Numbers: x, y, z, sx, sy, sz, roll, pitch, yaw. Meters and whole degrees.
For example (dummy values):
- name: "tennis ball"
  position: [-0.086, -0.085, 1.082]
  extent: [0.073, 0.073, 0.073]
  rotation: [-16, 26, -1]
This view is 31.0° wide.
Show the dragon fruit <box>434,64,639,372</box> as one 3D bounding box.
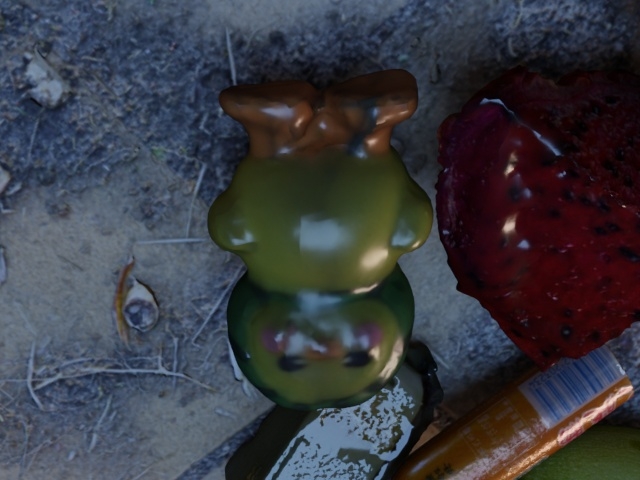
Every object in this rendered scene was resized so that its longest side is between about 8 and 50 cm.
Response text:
- name: "dragon fruit"
  position: [0.252, -0.056, 1.081]
  extent: [0.330, 0.240, 0.302]
  rotation: [40, 76, -37]

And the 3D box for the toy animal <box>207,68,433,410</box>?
- name: "toy animal"
  position: [0.000, 0.000, 1.133]
  extent: [0.216, 0.191, 0.338]
  rotation: [-2, 109, -1]

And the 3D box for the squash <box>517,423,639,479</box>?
- name: "squash"
  position: [0.338, 0.279, 1.322]
  extent: [0.247, 0.132, 0.132]
  rotation: [9, 115, -8]

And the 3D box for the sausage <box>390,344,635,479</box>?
- name: "sausage"
  position: [0.193, 0.223, 1.270]
  extent: [0.312, 0.093, 0.093]
  rotation: [-35, 113, -2]

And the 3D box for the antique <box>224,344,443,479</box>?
- name: "antique"
  position: [0.017, 0.220, 1.284]
  extent: [0.125, 0.150, 0.284]
  rotation: [33, 102, -16]
